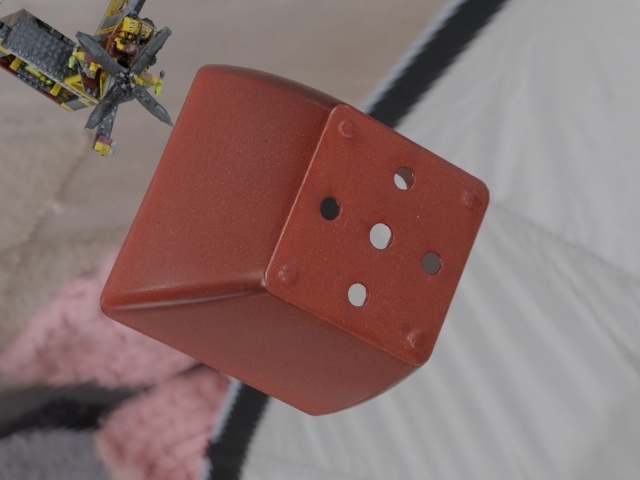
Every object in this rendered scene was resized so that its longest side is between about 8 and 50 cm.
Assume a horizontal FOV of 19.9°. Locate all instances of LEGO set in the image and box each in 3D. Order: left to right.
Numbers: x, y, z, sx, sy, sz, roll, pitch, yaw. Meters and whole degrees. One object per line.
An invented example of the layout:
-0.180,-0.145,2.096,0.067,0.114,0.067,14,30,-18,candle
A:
-0.218,-0.247,1.452,0.331,0.255,0.192,41,157,-24,LEGO set

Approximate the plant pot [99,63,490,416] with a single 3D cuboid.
0.000,0.000,1.676,0.267,0.267,0.235,28,166,-25,plant pot
